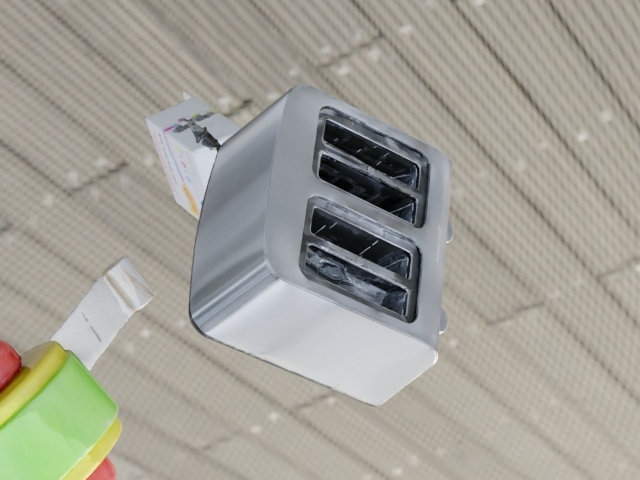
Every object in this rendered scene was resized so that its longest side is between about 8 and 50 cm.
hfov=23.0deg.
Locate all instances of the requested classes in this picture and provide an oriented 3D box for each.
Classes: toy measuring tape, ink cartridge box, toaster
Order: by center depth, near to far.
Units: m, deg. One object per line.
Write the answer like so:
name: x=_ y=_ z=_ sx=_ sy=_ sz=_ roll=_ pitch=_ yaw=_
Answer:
toy measuring tape: x=-0.149 y=0.084 z=0.931 sx=0.121 sy=0.330 sz=0.121 roll=9 pitch=120 yaw=16
toaster: x=0.000 y=0.000 z=1.081 sx=0.186 sy=0.168 sz=0.110 roll=25 pitch=142 yaw=-24
ink cartridge box: x=-0.120 y=-0.079 z=1.606 sx=0.062 sy=0.181 sz=0.104 roll=-25 pitch=116 yaw=-16
